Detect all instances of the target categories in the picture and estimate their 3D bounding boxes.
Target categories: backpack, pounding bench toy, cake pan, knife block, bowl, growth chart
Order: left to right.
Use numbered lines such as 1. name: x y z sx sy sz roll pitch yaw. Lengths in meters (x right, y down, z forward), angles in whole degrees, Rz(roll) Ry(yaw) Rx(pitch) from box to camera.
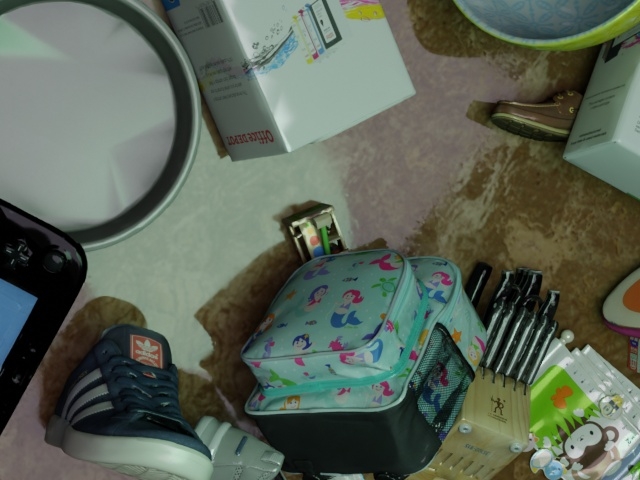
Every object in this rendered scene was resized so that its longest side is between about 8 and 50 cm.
1. cake pan: -0.275 -0.133 1.607 0.293 0.054 0.293 -1 96 -14
2. pounding bench toy: 0.000 0.000 1.674 0.052 0.083 0.065 -23 100 -11
3. backpack: 0.051 0.116 1.603 0.253 0.225 0.191 -51 124 -45
4. knife block: 0.174 0.160 1.745 0.088 0.242 0.276 23 134 -14
5. bowl: 0.289 -0.333 1.660 0.156 0.289 0.289 19 91 -57
6. growth chart: 0.324 0.222 1.811 0.237 0.021 0.172 36 87 -14

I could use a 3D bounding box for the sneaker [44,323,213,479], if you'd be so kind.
1. sneaker: -0.187 0.159 1.511 0.131 0.350 0.148 25 80 -24

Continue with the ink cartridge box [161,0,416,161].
1. ink cartridge box: -0.042 -0.222 1.586 0.168 0.171 0.233 -27 101 -21

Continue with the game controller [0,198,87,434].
1. game controller: -0.377 0.106 1.572 0.166 0.067 0.319 27 101 -17

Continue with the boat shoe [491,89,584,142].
1. boat shoe: 0.278 -0.145 1.743 0.178 0.064 0.060 8 86 -22

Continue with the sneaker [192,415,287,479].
1. sneaker: -0.075 0.307 1.610 0.115 0.281 0.105 14 52 21

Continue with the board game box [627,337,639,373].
1. board game box: 0.483 0.142 1.777 0.193 0.147 0.045 1 95 -13

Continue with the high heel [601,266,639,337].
1. high heel: 0.527 0.089 1.816 0.377 0.127 0.181 -10 143 4

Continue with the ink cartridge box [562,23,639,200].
1. ink cartridge box: 0.425 -0.181 1.713 0.201 0.117 0.278 27 75 -18

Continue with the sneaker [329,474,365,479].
1. sneaker: 0.015 0.322 1.709 0.092 0.087 0.229 -16 97 -10
